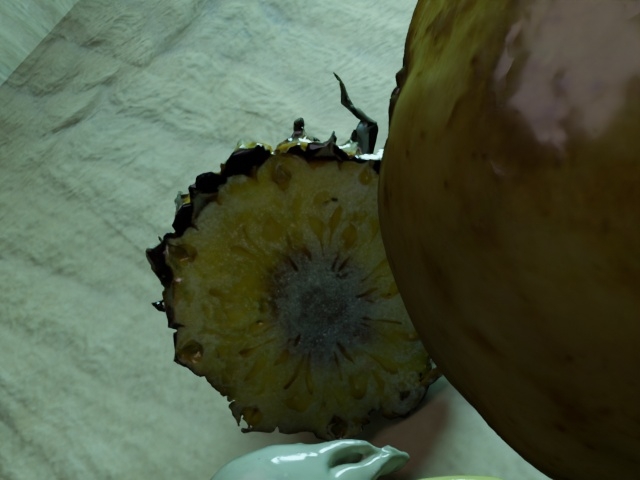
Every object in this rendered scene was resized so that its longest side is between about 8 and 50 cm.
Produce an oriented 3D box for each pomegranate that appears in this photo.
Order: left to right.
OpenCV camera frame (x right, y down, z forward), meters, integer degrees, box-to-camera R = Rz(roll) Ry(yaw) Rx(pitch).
[{"bbox_3d":[0.236,-0.029,0.770,0.410,0.410,0.410,-34,29,22],"label":"pomegranate"}]

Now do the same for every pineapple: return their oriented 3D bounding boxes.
[{"bbox_3d":[0.000,0.000,1.235,0.262,0.262,0.272,-38,11,16],"label":"pineapple"}]

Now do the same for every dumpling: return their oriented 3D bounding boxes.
[{"bbox_3d":[-0.026,0.211,1.076,0.155,0.181,0.111,124,141,-71],"label":"dumpling"}]

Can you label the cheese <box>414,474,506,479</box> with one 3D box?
[{"bbox_3d":[0.116,0.176,0.947,0.162,0.086,0.036,-16,44,22],"label":"cheese"}]
